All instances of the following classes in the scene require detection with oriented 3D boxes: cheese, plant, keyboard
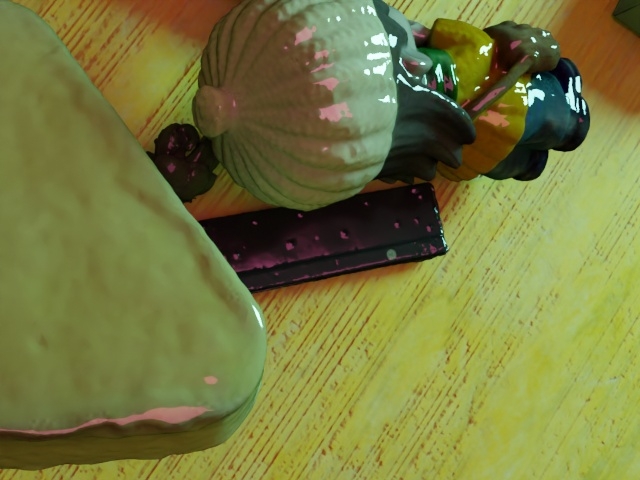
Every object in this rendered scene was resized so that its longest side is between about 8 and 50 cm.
[{"bbox_3d":[-0.238,-0.013,0.724,0.384,0.104,0.383,3,62,-6],"label":"cheese"},{"bbox_3d":[-0.139,-0.023,0.839,0.085,0.087,0.174,37,81,-42],"label":"plant"},{"bbox_3d":[0.000,0.000,0.904,0.231,0.023,0.072,-11,83,-17],"label":"keyboard"}]

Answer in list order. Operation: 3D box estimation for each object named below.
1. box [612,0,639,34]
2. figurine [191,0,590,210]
[{"bbox_3d":[0.400,-0.285,1.002,0.130,0.086,0.225,31,79,-13],"label":"box"},{"bbox_3d":[0.062,-0.102,0.822,0.332,0.185,0.204,19,54,-22],"label":"figurine"}]
